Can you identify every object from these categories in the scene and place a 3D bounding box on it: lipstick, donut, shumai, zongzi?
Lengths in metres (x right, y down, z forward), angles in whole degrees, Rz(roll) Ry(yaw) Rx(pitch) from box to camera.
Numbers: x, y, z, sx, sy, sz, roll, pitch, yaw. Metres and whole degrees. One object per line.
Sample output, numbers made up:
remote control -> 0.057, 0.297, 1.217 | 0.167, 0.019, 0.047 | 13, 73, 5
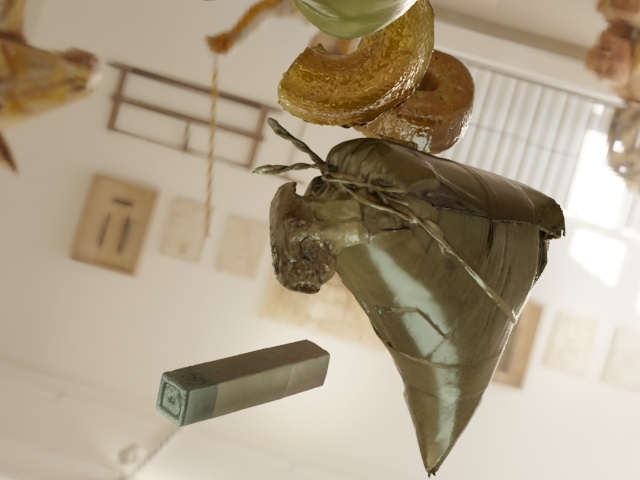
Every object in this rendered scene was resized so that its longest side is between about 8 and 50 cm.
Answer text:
lipstick -> -0.116, 0.222, 1.915 | 0.066, 0.068, 0.317 | 27, -156, 37
donut -> 0.141, -0.233, 1.948 | 0.227, 0.113, 0.226 | 10, -135, -10
shumai -> 0.000, -0.004, 1.389 | 0.116, 0.145, 0.145 | -1, 178, 2
donut -> 0.066, -0.251, 1.587 | 0.152, 0.259, 0.101 | 34, -175, 7
zongzi -> 0.096, 0.107, 1.638 | 0.218, 0.466, 0.500 | 16, -178, 44

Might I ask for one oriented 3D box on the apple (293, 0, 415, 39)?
apple -> -0.020, -0.328, 1.035 | 0.295, 0.257, 0.233 | 17, 178, 2
